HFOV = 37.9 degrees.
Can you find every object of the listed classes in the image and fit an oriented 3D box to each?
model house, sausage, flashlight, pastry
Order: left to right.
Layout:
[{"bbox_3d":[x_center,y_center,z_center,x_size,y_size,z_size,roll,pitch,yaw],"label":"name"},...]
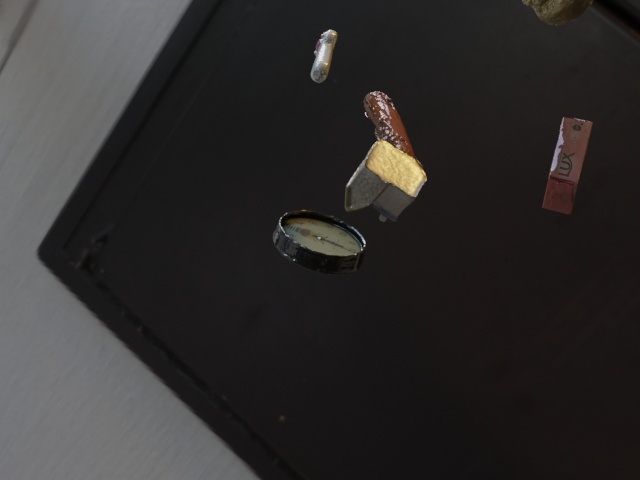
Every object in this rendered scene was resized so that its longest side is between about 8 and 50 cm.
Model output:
[{"bbox_3d":[0.005,-0.482,2.449,0.047,0.093,0.200,22,40,-9],"label":"flashlight"},{"bbox_3d":[0.098,-0.084,1.456,0.100,0.100,0.088,33,46,-2],"label":"model house"},{"bbox_3d":[0.169,-0.293,2.375,0.079,0.087,0.327,-9,42,-8],"label":"sausage"},{"bbox_3d":[0.495,-0.503,1.917,0.089,0.121,0.258,42,20,13],"label":"pastry"}]

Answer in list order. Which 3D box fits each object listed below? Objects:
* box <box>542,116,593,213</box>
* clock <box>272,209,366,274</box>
[{"bbox_3d":[0.456,-0.139,1.719,0.060,0.156,0.111,12,-28,14],"label":"box"},{"bbox_3d":[0.000,0.000,1.796,0.184,0.040,0.184,14,27,-7],"label":"clock"}]
